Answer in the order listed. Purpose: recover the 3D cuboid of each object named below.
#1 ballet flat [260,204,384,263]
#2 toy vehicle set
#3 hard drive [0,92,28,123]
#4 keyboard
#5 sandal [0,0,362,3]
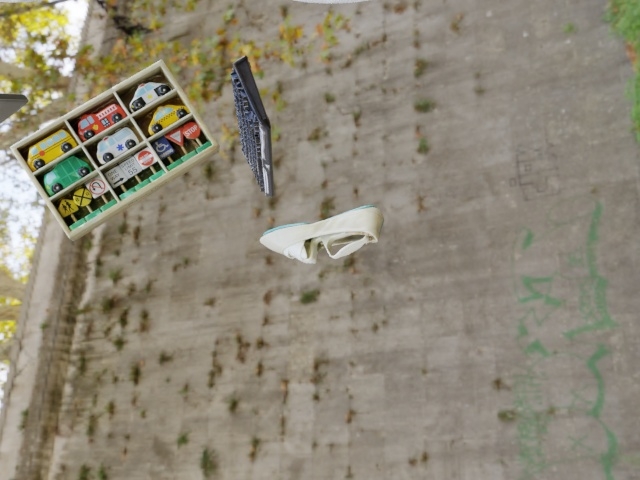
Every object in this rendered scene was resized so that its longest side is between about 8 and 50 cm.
[{"bbox_3d":[0.000,0.000,1.320,0.086,0.249,0.086,46,-144,-49],"label":"ballet flat"},{"bbox_3d":[-0.311,-0.140,1.099,0.166,0.267,0.035,55,168,2],"label":"toy vehicle set"},{"bbox_3d":[-0.642,-0.254,1.395,0.022,0.094,0.135,55,-169,-6],"label":"hard drive"},{"bbox_3d":[-0.074,-0.121,0.745,0.180,0.023,0.108,100,153,-71],"label":"keyboard"},{"bbox_3d":[-0.084,-0.267,0.530,0.102,0.417,0.169,-115,23,-65],"label":"sandal"}]
